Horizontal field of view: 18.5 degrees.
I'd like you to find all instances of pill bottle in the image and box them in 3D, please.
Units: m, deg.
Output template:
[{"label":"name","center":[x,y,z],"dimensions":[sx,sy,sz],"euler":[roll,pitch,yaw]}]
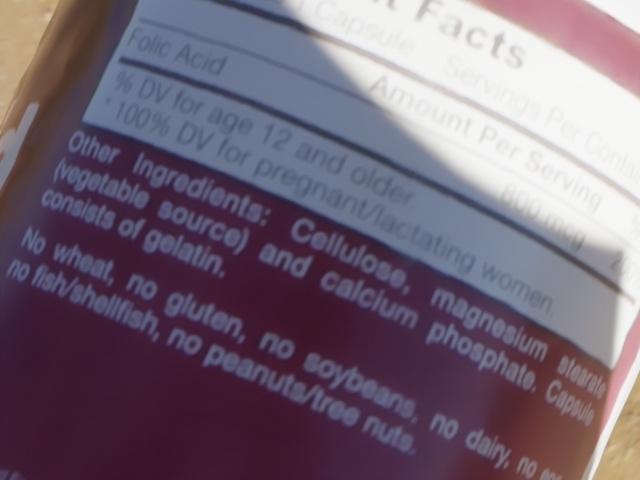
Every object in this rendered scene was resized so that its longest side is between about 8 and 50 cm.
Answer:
[{"label":"pill bottle","center":[0.000,0.000,0.641],"dimensions":[0.224,0.224,0.392],"euler":[22,82,20]}]
